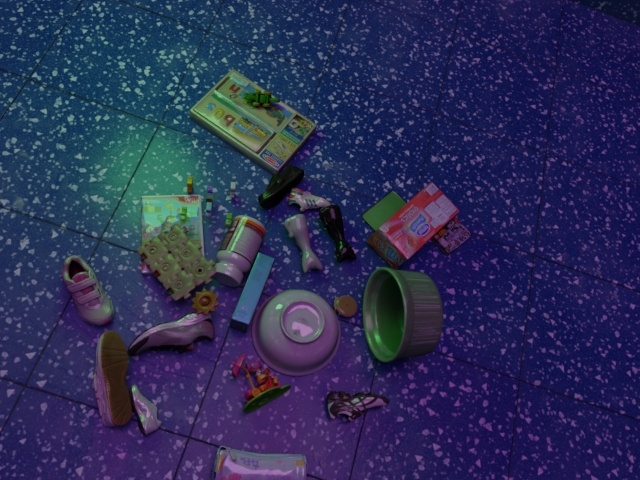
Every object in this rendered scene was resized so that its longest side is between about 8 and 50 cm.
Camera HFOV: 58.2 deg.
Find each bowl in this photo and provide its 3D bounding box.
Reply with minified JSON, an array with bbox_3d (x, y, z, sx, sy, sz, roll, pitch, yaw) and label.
[{"bbox_3d":[-0.067,0.275,1.844,0.298,0.134,0.297,5,64,-10],"label":"bowl"}]

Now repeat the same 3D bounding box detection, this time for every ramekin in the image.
[{"bbox_3d":[0.264,0.236,1.849,0.148,0.303,0.303,2,65,-20],"label":"ramekin"}]

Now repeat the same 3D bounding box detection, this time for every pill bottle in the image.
[{"bbox_3d":[-0.274,0.036,1.915,0.121,0.121,0.221,22,64,-2],"label":"pill bottle"}]

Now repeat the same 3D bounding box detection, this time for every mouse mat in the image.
[{"bbox_3d":[0.263,-0.089,2.154,0.190,0.007,0.152,-39,79,-24],"label":"mouse mat"}]

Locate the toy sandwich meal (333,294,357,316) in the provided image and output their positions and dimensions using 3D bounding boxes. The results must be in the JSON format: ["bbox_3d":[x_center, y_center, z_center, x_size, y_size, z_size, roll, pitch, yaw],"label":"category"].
[{"bbox_3d":[0.085,0.226,1.959,0.086,0.029,0.085,7,64,-14],"label":"toy sandwich meal"}]

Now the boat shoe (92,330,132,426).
[{"bbox_3d":[-0.626,0.406,1.682,0.098,0.096,0.276,16,58,-54],"label":"boat shoe"}]

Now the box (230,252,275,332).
[{"bbox_3d":[-0.222,0.170,1.876,0.060,0.100,0.244,20,63,-2],"label":"box"}]

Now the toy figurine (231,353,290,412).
[{"bbox_3d":[-0.199,0.419,1.773,0.173,0.130,0.159,-13,57,-41],"label":"toy figurine"}]

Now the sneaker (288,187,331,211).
[{"bbox_3d":[-0.041,-0.132,2.089,0.161,0.057,0.075,21,87,-9],"label":"sneaker"}]

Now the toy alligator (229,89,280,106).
[{"bbox_3d":[-0.248,-0.542,2.170,0.190,0.056,0.051,3,23,-10],"label":"toy alligator"}]

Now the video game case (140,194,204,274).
[{"bbox_3d":[-0.501,-0.024,1.947,0.204,0.025,0.285,-3,66,-13],"label":"video game case"}]

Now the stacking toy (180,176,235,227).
[{"bbox_3d":[-0.381,-0.128,1.961,0.167,0.052,0.221,6,45,-10],"label":"stacking toy"}]

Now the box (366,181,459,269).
[{"bbox_3d":[0.333,-0.052,2.070,0.300,0.142,0.154,-41,85,-25],"label":"box"}]

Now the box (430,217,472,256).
[{"bbox_3d":[0.490,-0.014,2.156,0.137,0.027,0.094,-37,77,-24],"label":"box"}]

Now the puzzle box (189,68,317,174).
[{"bbox_3d":[-0.254,-0.452,2.183,0.409,0.052,0.272,34,64,4],"label":"puzzle box"}]

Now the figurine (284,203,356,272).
[{"bbox_3d":[0.000,0.000,2.015,0.215,0.092,0.209,-17,74,-18],"label":"figurine"}]

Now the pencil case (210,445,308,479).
[{"bbox_3d":[-0.176,0.662,1.652,0.273,0.113,0.124,10,86,-9],"label":"pencil case"}]

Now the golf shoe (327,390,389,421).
[{"bbox_3d":[0.118,0.524,1.811,0.198,0.077,0.093,3,76,-4],"label":"golf shoe"}]

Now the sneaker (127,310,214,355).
[{"bbox_3d":[-0.455,0.303,1.768,0.272,0.100,0.107,-18,76,-19],"label":"sneaker"}]

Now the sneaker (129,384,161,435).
[{"bbox_3d":[-0.520,0.495,1.696,0.061,0.053,0.152,-16,72,-36],"label":"sneaker"}]

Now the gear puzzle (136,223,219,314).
[{"bbox_3d":[-0.429,0.103,1.841,0.175,0.044,0.339,-36,67,-16],"label":"gear puzzle"}]

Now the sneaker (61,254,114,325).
[{"bbox_3d":[-0.728,0.150,1.769,0.103,0.111,0.252,-33,77,-23],"label":"sneaker"}]

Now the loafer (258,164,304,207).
[{"bbox_3d":[-0.153,-0.198,2.081,0.078,0.080,0.220,37,58,17],"label":"loafer"}]
